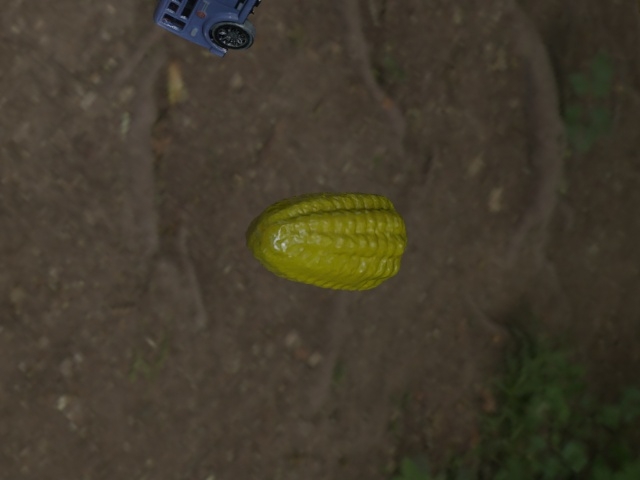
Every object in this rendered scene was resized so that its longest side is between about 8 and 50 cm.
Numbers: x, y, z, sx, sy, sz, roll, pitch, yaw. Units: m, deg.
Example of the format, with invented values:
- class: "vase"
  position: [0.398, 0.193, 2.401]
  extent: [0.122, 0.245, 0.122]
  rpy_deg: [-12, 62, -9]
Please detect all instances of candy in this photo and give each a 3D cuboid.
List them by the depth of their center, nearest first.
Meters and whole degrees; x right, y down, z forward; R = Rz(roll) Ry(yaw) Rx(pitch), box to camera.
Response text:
- class: "candy"
  position: [0.000, 0.000, 1.222]
  extent: [0.106, 0.094, 0.199]
  rpy_deg: [-30, 164, 29]

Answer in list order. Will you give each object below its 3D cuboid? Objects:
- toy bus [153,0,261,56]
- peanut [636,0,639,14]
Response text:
- class: "toy bus"
  position: [-0.098, -0.351, 1.507]
  extent: [0.292, 0.133, 0.125]
  rpy_deg: [132, -27, -55]
- class: "peanut"
  position: [0.395, -0.187, 1.016]
  extent: [0.130, 0.290, 0.130]
  rpy_deg: [-172, -90, -90]
